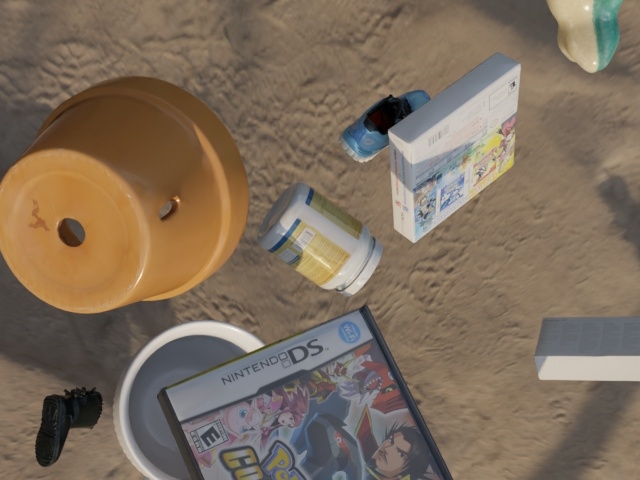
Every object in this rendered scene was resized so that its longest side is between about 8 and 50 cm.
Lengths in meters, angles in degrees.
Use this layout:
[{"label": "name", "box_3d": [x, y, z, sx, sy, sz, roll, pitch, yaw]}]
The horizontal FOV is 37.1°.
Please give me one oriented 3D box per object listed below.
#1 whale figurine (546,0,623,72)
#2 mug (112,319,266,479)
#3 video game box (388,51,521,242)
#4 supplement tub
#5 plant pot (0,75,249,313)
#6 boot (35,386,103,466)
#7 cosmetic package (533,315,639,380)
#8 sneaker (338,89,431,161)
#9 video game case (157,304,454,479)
[{"label": "whale figurine", "box_3d": [0.291, -0.316, 0.974, 0.141, 0.216, 0.272, -8, 107, 4]}, {"label": "mug", "box_3d": [-0.240, 0.334, 1.642, 0.276, 0.328, 0.374, 24, 74, -11]}, {"label": "video game box", "box_3d": [0.178, -0.121, 1.258, 0.205, 0.187, 0.048, -36, 52, -22]}, {"label": "supplement tub", "box_3d": [0.000, 0.000, 1.750, 0.199, 0.144, 0.144, 35, 81, -14]}, {"label": "plant pot", "box_3d": [-0.255, -0.039, 1.165, 0.290, 0.203, 0.291, 5, 111, 14]}, {"label": "boot", "box_3d": [-0.392, 0.289, 1.494, 0.045, 0.099, 0.121, 9, 92, 30]}, {"label": "cosmetic package", "box_3d": [0.474, 0.174, 1.537, 0.239, 0.060, 0.099, -3, 38, 27]}, {"label": "sneaker", "box_3d": [0.098, -0.157, 1.235, 0.063, 0.073, 0.162, 49, 51, 5]}, {"label": "video game case", "box_3d": [0.000, 0.232, 0.977, 0.248, 0.035, 0.275, -20, 75, -25]}]
